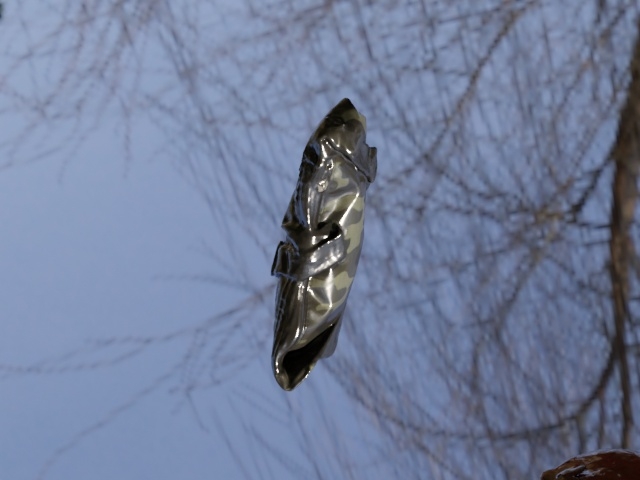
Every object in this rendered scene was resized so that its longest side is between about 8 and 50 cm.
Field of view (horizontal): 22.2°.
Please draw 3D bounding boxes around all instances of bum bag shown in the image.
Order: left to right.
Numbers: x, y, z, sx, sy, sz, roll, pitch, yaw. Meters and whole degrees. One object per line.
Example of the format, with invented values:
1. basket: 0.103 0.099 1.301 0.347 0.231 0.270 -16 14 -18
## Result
1. bum bag: 0.000 0.000 1.771 0.095 0.340 0.144 14 -155 11

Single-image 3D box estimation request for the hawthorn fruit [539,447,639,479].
1. hawthorn fruit: 0.235 0.305 1.214 0.211 0.211 0.299 -26 -117 -10
